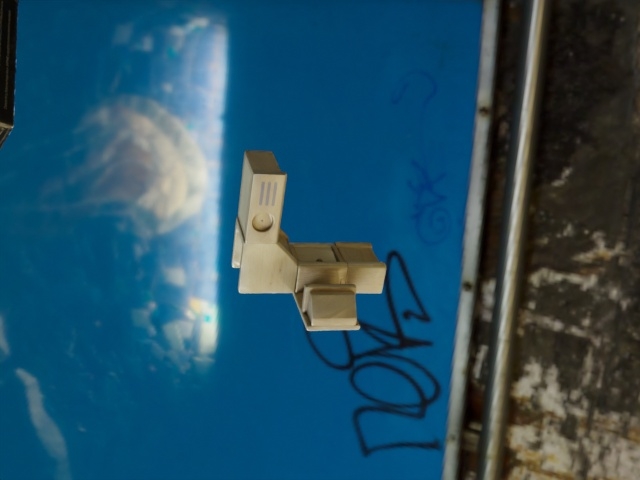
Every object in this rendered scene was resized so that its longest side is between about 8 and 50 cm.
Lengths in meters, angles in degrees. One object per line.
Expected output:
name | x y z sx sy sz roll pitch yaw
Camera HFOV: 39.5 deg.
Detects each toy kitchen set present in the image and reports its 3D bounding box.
toy kitchen set | 0.000 0.000 0.487 0.068 0.083 0.075 -115 30 -59

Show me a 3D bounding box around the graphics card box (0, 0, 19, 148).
graphics card box | -0.364 -0.171 0.508 0.370 0.233 0.094 21 -57 -34
